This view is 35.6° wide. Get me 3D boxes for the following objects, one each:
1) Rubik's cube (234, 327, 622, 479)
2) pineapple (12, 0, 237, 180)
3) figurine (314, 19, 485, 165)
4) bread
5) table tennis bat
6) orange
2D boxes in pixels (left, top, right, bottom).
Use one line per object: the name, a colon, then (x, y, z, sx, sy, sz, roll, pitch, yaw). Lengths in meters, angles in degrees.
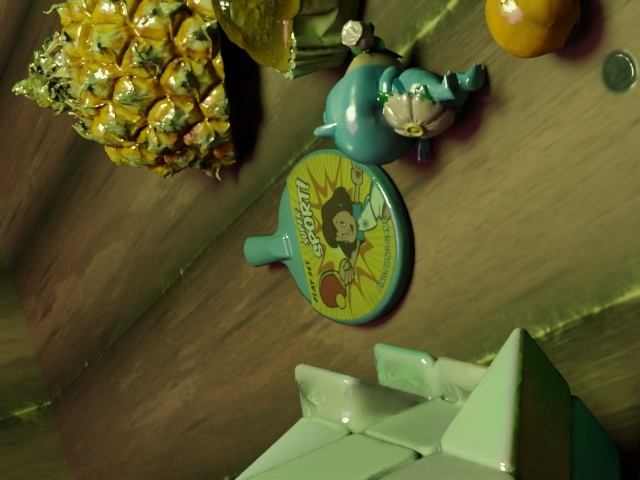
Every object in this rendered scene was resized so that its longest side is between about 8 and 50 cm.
Rubik's cube: (0.112, 0.274, 0.855, 0.358, 0.368, 0.388, 6, 109, 55)
pineapple: (-0.267, -0.232, 1.288, 0.209, 0.286, 0.345, 159, 98, -82)
figurine: (0.080, -0.155, 1.012, 0.178, 0.114, 0.145, -13, 82, 46)
bread: (-0.042, -0.306, 1.129, 0.192, 0.109, 0.210, 42, 133, 40)
table tennis bat: (0.000, 0.000, 1.234, 0.329, 0.044, 0.215, -9, 94, 55)
orange: (0.181, -0.197, 0.854, 0.083, 0.083, 0.084, 24, 120, 51)
